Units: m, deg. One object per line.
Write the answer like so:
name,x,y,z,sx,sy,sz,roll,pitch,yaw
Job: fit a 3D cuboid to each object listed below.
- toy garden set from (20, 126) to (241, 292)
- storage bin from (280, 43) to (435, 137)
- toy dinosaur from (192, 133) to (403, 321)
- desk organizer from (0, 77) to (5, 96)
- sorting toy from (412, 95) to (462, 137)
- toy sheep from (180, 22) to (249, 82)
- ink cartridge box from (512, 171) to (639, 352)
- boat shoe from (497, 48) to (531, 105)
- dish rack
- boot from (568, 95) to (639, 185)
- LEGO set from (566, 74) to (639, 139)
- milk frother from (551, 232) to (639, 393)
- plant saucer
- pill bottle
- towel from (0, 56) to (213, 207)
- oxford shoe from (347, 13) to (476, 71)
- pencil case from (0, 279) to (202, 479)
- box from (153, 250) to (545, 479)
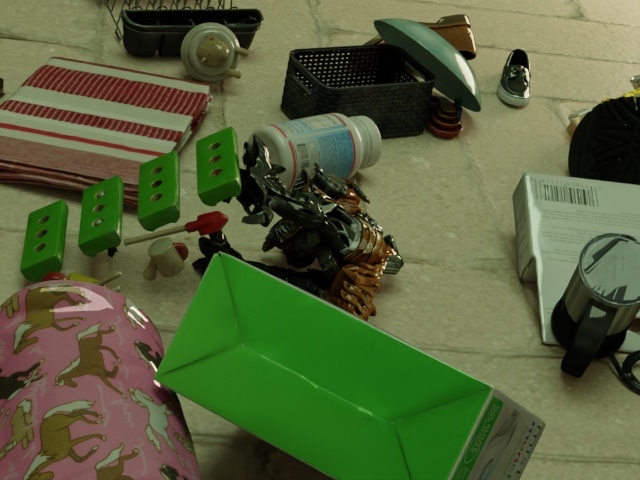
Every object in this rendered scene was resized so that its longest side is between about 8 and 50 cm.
toy garden set,-0.186,-0.001,1.420,0.244,0.049,0.204,-22,34,9
storage bin,0.050,-0.201,1.887,0.180,0.084,0.122,-7,35,-29
toy dinosaur,0.000,0.000,1.488,0.218,0.164,0.322,19,6,-18
desk organizer,-0.470,-0.221,1.785,0.130,0.050,0.047,21,32,16
sorting toy,0.169,-0.181,1.933,0.061,0.042,0.102,-4,33,-23
toy sheep,-0.150,-0.258,1.921,0.091,0.091,0.132,2,4,-15
ink cartridge box,0.368,0.043,1.614,0.275,0.060,0.239,6,56,-8
boat shoe,0.291,-0.244,2.079,0.049,0.040,0.142,11,30,0
dish rack,-0.225,-0.366,2.057,0.208,0.074,0.271,-4,44,-26
boot,0.514,-0.087,1.786,0.260,0.131,0.348,18,-8,-33
LEGO set,0.479,-0.181,2.016,0.132,0.107,0.287,-9,17,43
milk frother,0.323,0.083,1.450,0.143,0.134,0.129,8,61,0
plant saucer,0.159,-0.255,1.940,0.195,0.037,0.195,40,-1,1
pill bottle,-0.006,-0.110,1.713,0.160,0.087,0.087,-13,38,-36
towel,-0.282,-0.142,1.732,0.237,0.037,0.329,12,29,5
oxford shoe,0.142,-0.279,2.070,0.212,0.076,0.076,-15,78,-21
pencil case,-0.185,0.190,1.094,0.167,0.160,0.386,44,13,-32
box,0.034,0.133,1.180,0.262,0.126,0.231,25,-5,22
